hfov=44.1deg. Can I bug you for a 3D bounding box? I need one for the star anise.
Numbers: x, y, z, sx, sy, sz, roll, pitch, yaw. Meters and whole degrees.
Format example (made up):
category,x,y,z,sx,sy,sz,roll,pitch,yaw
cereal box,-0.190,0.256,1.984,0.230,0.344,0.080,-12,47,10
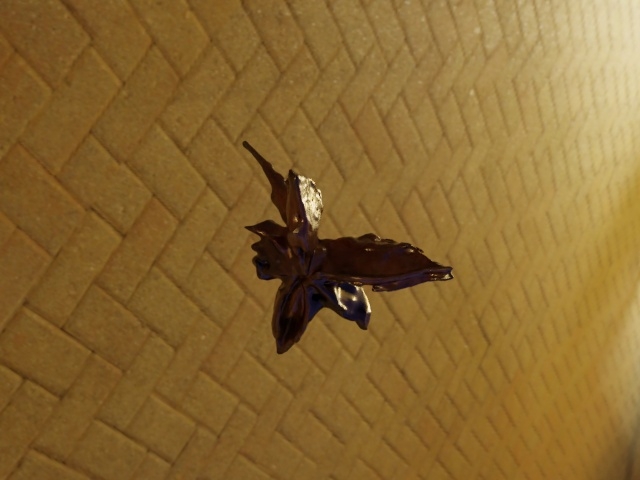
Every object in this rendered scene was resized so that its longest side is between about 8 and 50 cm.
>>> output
category,x,y,z,sx,sy,sz,roll,pitch,yaw
star anise,-0.003,-0.008,0.602,0.140,0.158,0.144,41,32,-22
